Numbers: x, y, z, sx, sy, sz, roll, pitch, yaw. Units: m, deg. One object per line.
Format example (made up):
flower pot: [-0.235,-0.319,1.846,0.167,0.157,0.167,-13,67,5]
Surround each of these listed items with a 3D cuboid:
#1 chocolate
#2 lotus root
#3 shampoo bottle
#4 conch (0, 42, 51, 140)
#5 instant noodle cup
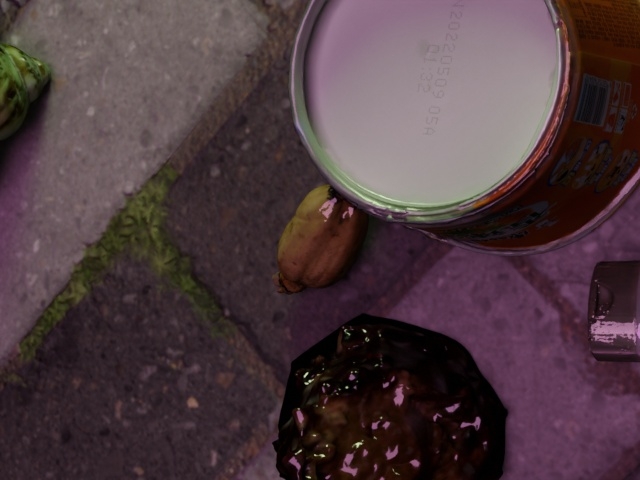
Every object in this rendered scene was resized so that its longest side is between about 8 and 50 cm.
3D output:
chocolate: [0.038,0.181,1.137,0.206,0.177,0.224,-36,78,21]
lotus root: [0.000,0.000,1.207,0.152,0.072,0.063,-54,37,34]
shampoo bottle: [0.330,0.056,1.058,0.227,0.056,0.086,-1,64,25]
conch: [-0.370,-0.135,1.349,0.181,0.124,0.187,-2,114,16]
instant noodle cup: [0.121,-0.129,1.068,0.296,0.214,0.296,1,91,25]
